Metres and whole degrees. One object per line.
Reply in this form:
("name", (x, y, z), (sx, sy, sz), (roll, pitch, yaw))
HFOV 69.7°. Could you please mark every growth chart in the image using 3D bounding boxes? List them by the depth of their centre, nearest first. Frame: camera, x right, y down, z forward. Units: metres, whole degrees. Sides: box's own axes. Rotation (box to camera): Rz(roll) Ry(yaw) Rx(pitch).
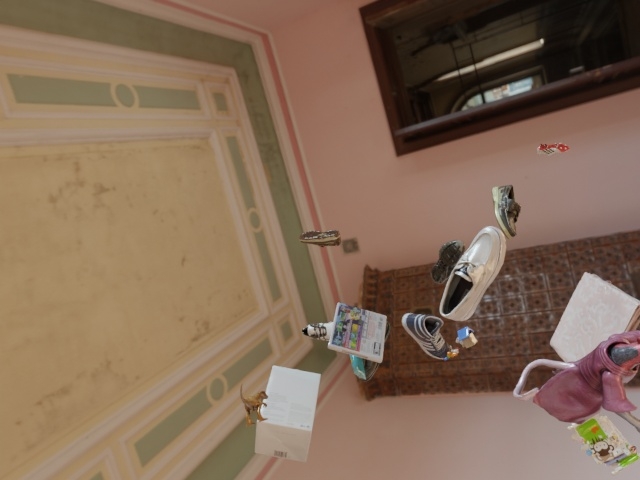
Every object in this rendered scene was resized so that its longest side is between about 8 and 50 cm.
("growth chart", (1.095, 0.778, 1.777), (0.237, 0.172, 0.021), (49, 179, 17))

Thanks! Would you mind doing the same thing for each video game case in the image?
("video game case", (0.130, 0.313, 1.579), (0.201, 0.183, 0.023), (-73, -2, -51))

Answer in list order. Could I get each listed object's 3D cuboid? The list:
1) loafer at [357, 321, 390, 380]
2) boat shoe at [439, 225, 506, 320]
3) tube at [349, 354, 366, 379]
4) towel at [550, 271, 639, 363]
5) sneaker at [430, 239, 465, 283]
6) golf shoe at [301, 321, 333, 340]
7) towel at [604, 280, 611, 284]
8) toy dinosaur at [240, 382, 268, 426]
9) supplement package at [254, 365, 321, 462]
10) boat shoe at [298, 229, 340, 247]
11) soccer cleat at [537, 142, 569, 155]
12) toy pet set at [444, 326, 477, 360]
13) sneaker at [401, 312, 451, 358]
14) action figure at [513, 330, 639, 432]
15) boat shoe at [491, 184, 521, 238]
("loafer", (0.204, 0.442, 1.901), (0.084, 0.096, 0.267), (46, -119, -43))
("boat shoe", (0.376, 0.084, 1.144), (0.084, 0.095, 0.258), (11, -80, -42))
("tube", (0.137, 0.443, 1.816), (0.080, 0.052, 0.207), (32, -149, -35))
("towel", (0.903, 0.293, 1.518), (0.332, 0.053, 0.317), (-72, 0, -75))
("sneaker", (0.572, 0.082, 2.019), (0.106, 0.267, 0.101), (-19, -121, -27))
("golf shoe", (0.003, 0.349, 1.751), (0.094, 0.198, 0.077), (5, -106, -33))
("towel", (1.151, 0.350, 1.981), (0.329, 0.037, 0.237), (-45, -30, -31))
("toy dinosaur", (-0.209, 0.489, 1.370), (0.211, 0.064, 0.112), (59, -169, -70))
("supplement package", (-0.121, 0.658, 1.761), (0.262, 0.199, 0.198), (-76, -5, -57))
("boat shoe", (-0.003, 0.004, 2.611), (0.095, 0.257, 0.095), (-52, -49, -46))
("soccer cleat", (0.675, -0.262, 1.336), (0.035, 0.083, 0.029), (72, -152, -47))
("toy pet set", (0.492, 0.361, 1.644), (0.122, 0.114, 0.065), (-14, -111, -52))
("sneaker", (0.481, 0.406, 1.927), (0.282, 0.153, 0.099), (42, -116, -15))
("action figure", (0.683, 0.303, 1.120), (0.248, 0.276, 0.370), (-54, -23, -30))
("boat shoe", (0.601, -0.102, 1.472), (0.080, 0.073, 0.223), (44, -144, -31))
